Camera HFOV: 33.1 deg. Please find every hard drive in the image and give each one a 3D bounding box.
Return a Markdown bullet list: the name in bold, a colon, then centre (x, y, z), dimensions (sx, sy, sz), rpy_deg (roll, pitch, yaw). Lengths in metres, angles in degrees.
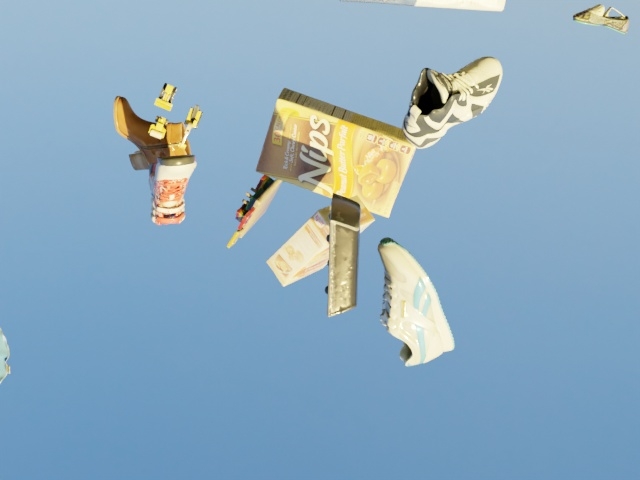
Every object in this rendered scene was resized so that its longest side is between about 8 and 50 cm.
- **hard drive**: centre (0.037, 0.018, 1.761), dimensions (0.054, 0.172, 0.255), rpy_deg (2, -168, 1)

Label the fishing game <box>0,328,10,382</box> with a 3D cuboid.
- **fishing game**: centre (-0.698, 0.231, 2.090), dimensions (0.189, 0.264, 0.041), rpy_deg (5, -178, -10)

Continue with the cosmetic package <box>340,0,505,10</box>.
- **cosmetic package**: centre (0.210, -0.618, 2.396), dimensions (0.384, 0.156, 0.217), rpy_deg (0, -153, -11)

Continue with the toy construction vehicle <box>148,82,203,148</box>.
- **toy construction vehicle**: centre (-0.257, -0.221, 1.906), dimensions (0.085, 0.098, 0.035), rpy_deg (24, 174, -8)

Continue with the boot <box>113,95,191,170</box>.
- **boot**: centre (-0.399, -0.266, 2.569), dimensions (0.152, 0.197, 0.073), rpy_deg (-10, -154, 20)

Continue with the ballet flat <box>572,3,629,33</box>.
- **ballet flat**: centre (0.491, -0.390, 1.877), dimensions (0.114, 0.041, 0.041), rpy_deg (8, -156, -23)

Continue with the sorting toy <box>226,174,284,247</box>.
- **sorting toy**: centre (-0.163, -0.088, 2.628), dimensions (0.046, 0.132, 0.274), rpy_deg (35, -138, 3)

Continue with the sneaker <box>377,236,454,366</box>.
- **sneaker**: centre (0.138, 0.102, 1.744), dimensions (0.092, 0.229, 0.087), rpy_deg (-27, -160, -7)

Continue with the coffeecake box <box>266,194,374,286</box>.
- **coffeecake box**: centre (0.000, 0.000, 2.187), dimensions (0.142, 0.185, 0.068), rpy_deg (-23, -107, -51)

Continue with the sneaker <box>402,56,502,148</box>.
- **sneaker**: centre (0.249, -0.285, 2.014), dimensions (0.235, 0.153, 0.094), rpy_deg (-34, -108, -6)

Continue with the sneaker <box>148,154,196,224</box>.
- **sneaker**: centre (-0.328, -0.110, 2.410), dimensions (0.090, 0.145, 0.270), rpy_deg (-4, 179, -18)

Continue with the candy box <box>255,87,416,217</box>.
- **candy box**: centre (0.035, -0.192, 2.366), dimensions (0.316, 0.183, 0.087), rpy_deg (19, -154, -1)
